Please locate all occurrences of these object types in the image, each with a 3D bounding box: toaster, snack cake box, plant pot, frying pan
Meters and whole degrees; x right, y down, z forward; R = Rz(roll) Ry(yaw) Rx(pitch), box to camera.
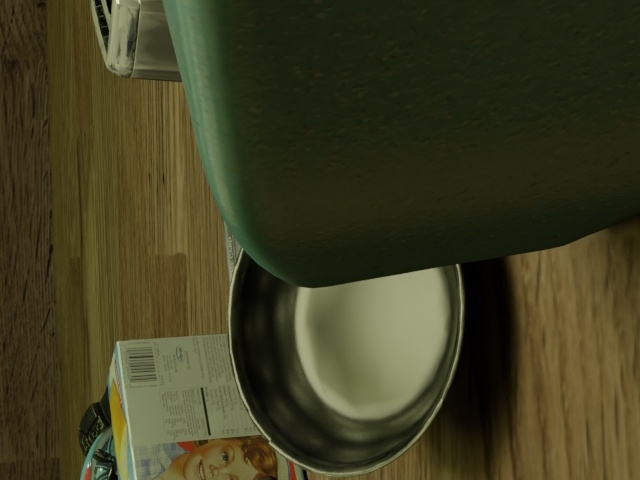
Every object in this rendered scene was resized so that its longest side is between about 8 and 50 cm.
[{"bbox_3d":[-0.139,-0.232,1.079,0.227,0.146,0.129,-112,27,-44],"label":"toaster"},{"bbox_3d":[-0.097,0.218,0.994,0.089,0.152,0.264,116,147,-52],"label":"snack cake box"},{"bbox_3d":[0.045,-0.118,0.467,0.252,0.247,0.248,93,163,-51],"label":"plant pot"},{"bbox_3d":[0.023,-0.019,0.692,0.197,0.053,0.326,4,87,44],"label":"frying pan"}]

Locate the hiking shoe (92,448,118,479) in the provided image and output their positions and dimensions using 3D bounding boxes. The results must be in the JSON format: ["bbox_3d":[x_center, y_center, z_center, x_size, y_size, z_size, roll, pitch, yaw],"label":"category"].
[{"bbox_3d":[-0.158,0.299,1.029,0.086,0.114,0.227,117,147,-50],"label":"hiking shoe"}]

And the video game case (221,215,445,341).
[{"bbox_3d":[0.000,0.000,0.815,0.274,0.026,0.196,-27,66,55],"label":"video game case"}]

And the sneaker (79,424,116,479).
[{"bbox_3d":[-0.174,0.304,1.146,0.125,0.104,0.262,-39,55,44],"label":"sneaker"}]

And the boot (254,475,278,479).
[{"bbox_3d":[0.015,0.295,0.740,0.207,0.090,0.249,-171,73,-65],"label":"boot"}]

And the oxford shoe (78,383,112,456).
[{"bbox_3d":[-0.231,0.205,1.471,0.227,0.096,0.083,-46,59,36],"label":"oxford shoe"}]
